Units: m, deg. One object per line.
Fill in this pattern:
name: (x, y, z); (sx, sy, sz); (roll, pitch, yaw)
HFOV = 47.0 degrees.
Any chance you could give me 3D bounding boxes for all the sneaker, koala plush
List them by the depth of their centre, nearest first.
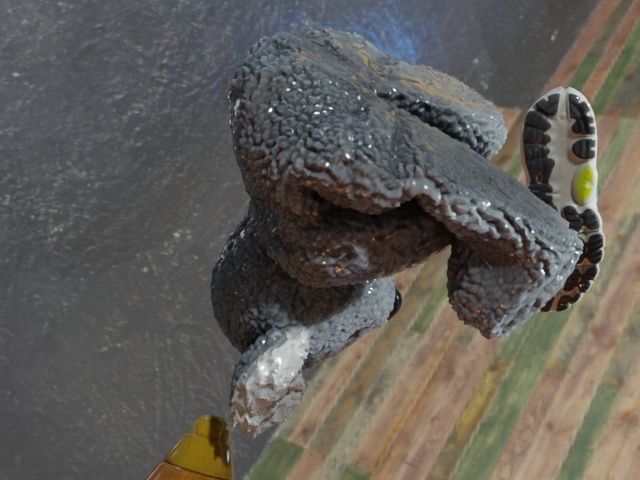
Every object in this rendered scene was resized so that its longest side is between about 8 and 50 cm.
koala plush: (0.000, 0.000, 0.473); (0.203, 0.196, 0.221); (20, 124, -24)
sneaker: (0.294, -0.047, 0.897); (0.110, 0.107, 0.275); (-31, 125, -68)

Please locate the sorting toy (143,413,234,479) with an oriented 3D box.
sorting toy: (-0.127, 0.133, 0.380); (0.365, 0.127, 0.126); (50, 54, -62)
